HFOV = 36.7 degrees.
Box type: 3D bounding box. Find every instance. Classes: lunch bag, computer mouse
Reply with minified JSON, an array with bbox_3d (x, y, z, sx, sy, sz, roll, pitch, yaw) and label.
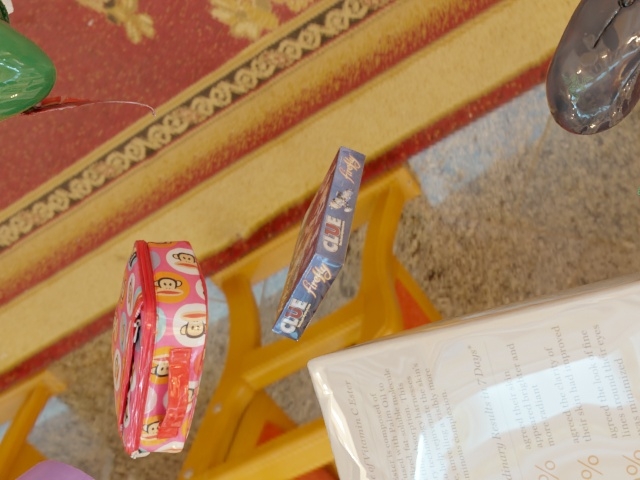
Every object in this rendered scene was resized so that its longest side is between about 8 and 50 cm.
[{"bbox_3d":[-0.236,0.171,1.433,0.120,0.258,0.293,2,123,-19],"label":"lunch bag"},{"bbox_3d":[0.356,-0.264,1.182,0.188,0.072,0.272,26,95,31],"label":"computer mouse"}]

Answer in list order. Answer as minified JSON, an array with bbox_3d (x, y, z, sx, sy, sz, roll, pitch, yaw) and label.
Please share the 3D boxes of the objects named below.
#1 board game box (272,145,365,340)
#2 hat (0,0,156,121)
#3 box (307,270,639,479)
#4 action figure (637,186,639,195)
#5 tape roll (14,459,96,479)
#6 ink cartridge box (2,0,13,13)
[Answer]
[{"bbox_3d":[0.000,0.000,1.364,0.042,0.243,0.165,23,130,-8],"label":"board game box"},{"bbox_3d":[-0.309,-0.163,1.060,0.183,0.209,0.173,23,144,5],"label":"hat"},{"bbox_3d":[0.098,0.088,0.396,0.170,0.091,0.130,-18,85,39],"label":"box"},{"bbox_3d":[0.531,-0.054,1.414,0.137,0.064,0.232,-27,145,31],"label":"action figure"},{"bbox_3d":[-0.195,0.271,0.747,0.189,0.080,0.189,23,130,30],"label":"tape roll"},{"bbox_3d":[-0.629,-0.387,1.425,0.211,0.289,0.122,-18,87,11],"label":"ink cartridge box"}]
